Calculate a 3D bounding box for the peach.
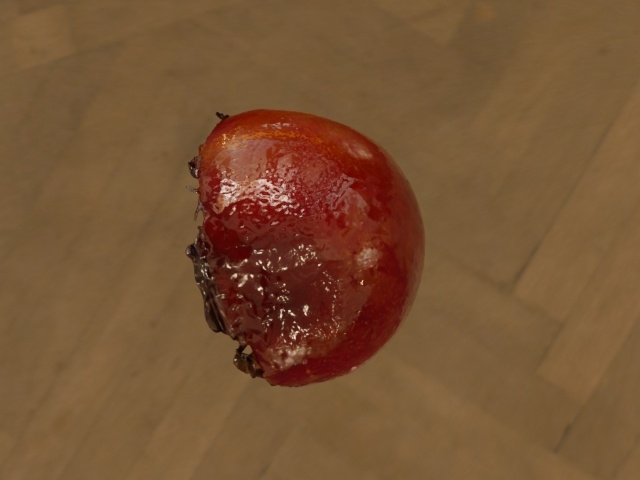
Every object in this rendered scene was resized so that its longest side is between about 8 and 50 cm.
[{"bbox_3d":[0.000,-0.001,0.603,0.061,0.098,0.098,-18,92,27],"label":"peach"}]
